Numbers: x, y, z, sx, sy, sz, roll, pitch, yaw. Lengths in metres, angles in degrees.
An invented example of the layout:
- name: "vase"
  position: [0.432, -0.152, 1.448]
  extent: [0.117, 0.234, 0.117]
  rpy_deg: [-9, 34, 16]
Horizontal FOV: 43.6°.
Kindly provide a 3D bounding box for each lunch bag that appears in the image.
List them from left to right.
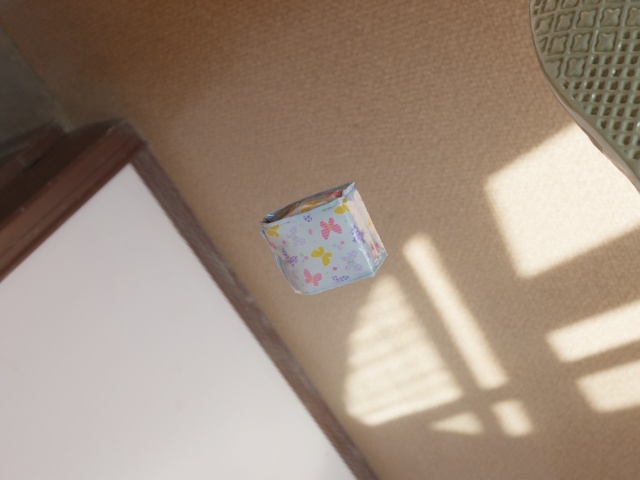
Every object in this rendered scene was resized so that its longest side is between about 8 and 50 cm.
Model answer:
- name: "lunch bag"
  position: [0.000, 0.000, 0.637]
  extent: [0.083, 0.053, 0.071]
  rpy_deg: [-20, 105, 25]

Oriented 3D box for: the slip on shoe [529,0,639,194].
- name: "slip on shoe"
  position: [0.233, -0.094, 0.516]
  extent: [0.101, 0.331, 0.123]
  rpy_deg: [18, 133, -44]
